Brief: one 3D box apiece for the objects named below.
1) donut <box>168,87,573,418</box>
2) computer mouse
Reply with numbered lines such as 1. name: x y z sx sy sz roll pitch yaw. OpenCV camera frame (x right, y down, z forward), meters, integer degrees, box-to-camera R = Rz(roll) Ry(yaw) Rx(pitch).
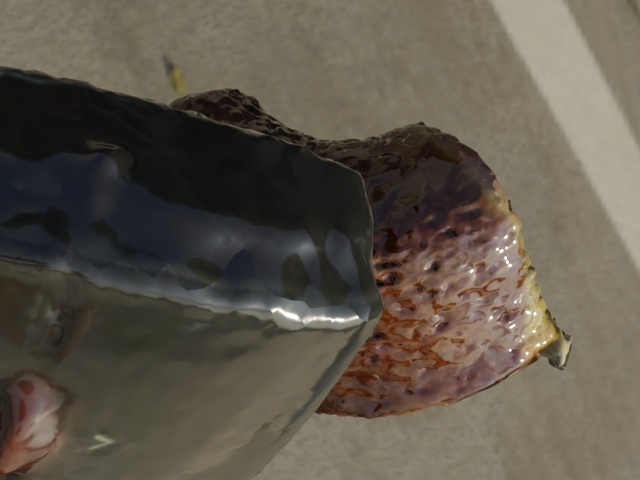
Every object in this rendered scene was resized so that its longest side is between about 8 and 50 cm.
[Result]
1. donut: 0.004 0.007 0.652 0.144 0.186 0.126 -36 141 -21
2. computer mouse: -0.101 0.047 0.444 0.170 0.269 0.100 9 65 -19
